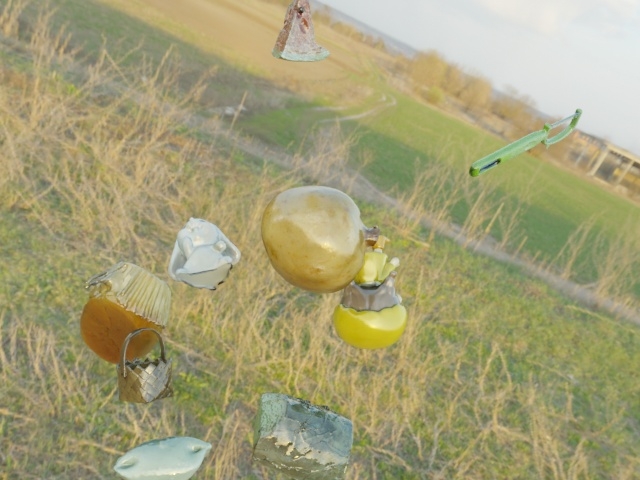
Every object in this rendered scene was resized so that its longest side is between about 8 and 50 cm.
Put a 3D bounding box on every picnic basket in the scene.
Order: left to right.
[{"bbox_3d":[-0.442,0.308,1.343,0.138,0.178,0.128,-5,2,32],"label":"picnic basket"}]

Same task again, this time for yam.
[{"bbox_3d":[-0.054,0.530,1.463,0.271,0.201,0.202,20,19,-14],"label":"yam"}]

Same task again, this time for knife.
[{"bbox_3d":[0.289,-0.131,0.764,0.212,0.054,0.015,-26,57,-21],"label":"knife"}]

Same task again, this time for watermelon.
[{"bbox_3d":[-0.070,-0.481,1.255,0.121,0.158,0.098,-35,41,-15],"label":"watermelon"}]

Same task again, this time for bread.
[{"bbox_3d":[-0.567,0.225,1.562,0.236,0.388,0.183,25,51,-9],"label":"bread"}]

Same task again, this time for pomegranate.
[{"bbox_3d":[-0.018,-0.006,1.390,0.307,0.307,0.307,22,22,-9],"label":"pomegranate"}]

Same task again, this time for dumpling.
[{"bbox_3d":[-0.340,0.485,1.195,0.217,0.104,0.149,-13,-3,-3],"label":"dumpling"}]

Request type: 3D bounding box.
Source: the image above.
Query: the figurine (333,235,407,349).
[{"bbox_3d":[0.139,0.151,1.599,0.187,0.215,0.343,53,30,-63],"label":"figurine"}]

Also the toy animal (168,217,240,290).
[{"bbox_3d":[-0.424,0.049,1.991,0.249,0.174,0.289,6,56,2],"label":"toy animal"}]
